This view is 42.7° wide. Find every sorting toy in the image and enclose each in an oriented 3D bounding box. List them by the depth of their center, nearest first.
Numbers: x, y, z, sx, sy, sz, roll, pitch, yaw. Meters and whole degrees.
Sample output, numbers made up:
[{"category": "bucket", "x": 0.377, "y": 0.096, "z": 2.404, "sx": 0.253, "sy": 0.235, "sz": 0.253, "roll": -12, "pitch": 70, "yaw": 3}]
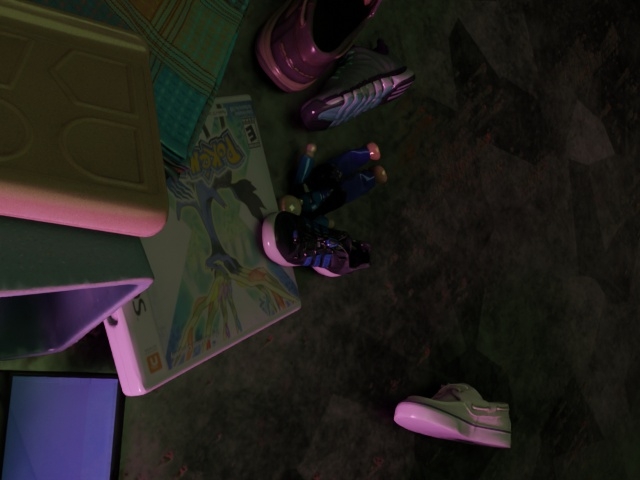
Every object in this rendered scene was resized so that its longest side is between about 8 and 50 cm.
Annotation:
[{"category": "sorting toy", "x": -0.283, "y": -0.119, "z": 0.683, "sx": 0.307, "sy": 0.041, "sz": 0.229, "roll": 10, "pitch": 53, "yaw": -31}]

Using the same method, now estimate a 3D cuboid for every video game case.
[{"category": "video game case", "x": -0.149, "y": -0.016, "z": 0.971, "sx": 0.329, "sy": 0.036, "sz": 0.300, "roll": -24, "pitch": 102, "yaw": -58}]

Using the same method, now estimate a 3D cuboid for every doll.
[{"category": "doll", "x": 0.008, "y": -0.080, "z": 1.166, "sx": 0.189, "sy": 0.046, "sz": 0.129, "roll": -31, "pitch": 115, "yaw": -31}]

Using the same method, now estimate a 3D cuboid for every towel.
[{"category": "towel", "x": -0.206, "y": -0.274, "z": 0.929, "sx": 0.271, "sy": 0.040, "sz": 0.370, "roll": 43, "pitch": 39, "yaw": -30}]

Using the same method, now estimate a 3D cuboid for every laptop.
[{"category": "laptop", "x": -0.295, "y": 0.251, "z": 0.824, "sx": 0.137, "sy": 0.264, "sz": 0.234, "roll": 3, "pitch": 82, "yaw": -3}]

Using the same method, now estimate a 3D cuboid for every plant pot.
[{"category": "plant pot", "x": -0.338, "y": -0.031, "z": 0.756, "sx": 0.248, "sy": 0.247, "sz": 0.252, "roll": -4, "pitch": 72, "yaw": -40}]

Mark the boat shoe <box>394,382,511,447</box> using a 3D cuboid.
[{"category": "boat shoe", "x": 0.215, "y": 0.264, "z": 1.276, "sx": 0.267, "sy": 0.096, "sz": 0.088, "roll": 22, "pitch": 68, "yaw": -38}]

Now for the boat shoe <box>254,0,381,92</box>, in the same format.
[{"category": "boat shoe", "x": 0.041, "y": -0.360, "z": 1.164, "sx": 0.132, "sy": 0.130, "sz": 0.355, "roll": 38, "pitch": 63, "yaw": -31}]

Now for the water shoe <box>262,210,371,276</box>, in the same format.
[{"category": "water shoe", "x": 0.000, "y": 0.000, "z": 1.098, "sx": 0.203, "sy": 0.080, "sz": 0.073, "roll": 18, "pitch": 65, "yaw": -57}]

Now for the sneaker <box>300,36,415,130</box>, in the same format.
[{"category": "sneaker", "x": 0.037, "y": -0.233, "z": 1.202, "sx": 0.224, "sy": 0.083, "sz": 0.098, "roll": -28, "pitch": 80, "yaw": -40}]
